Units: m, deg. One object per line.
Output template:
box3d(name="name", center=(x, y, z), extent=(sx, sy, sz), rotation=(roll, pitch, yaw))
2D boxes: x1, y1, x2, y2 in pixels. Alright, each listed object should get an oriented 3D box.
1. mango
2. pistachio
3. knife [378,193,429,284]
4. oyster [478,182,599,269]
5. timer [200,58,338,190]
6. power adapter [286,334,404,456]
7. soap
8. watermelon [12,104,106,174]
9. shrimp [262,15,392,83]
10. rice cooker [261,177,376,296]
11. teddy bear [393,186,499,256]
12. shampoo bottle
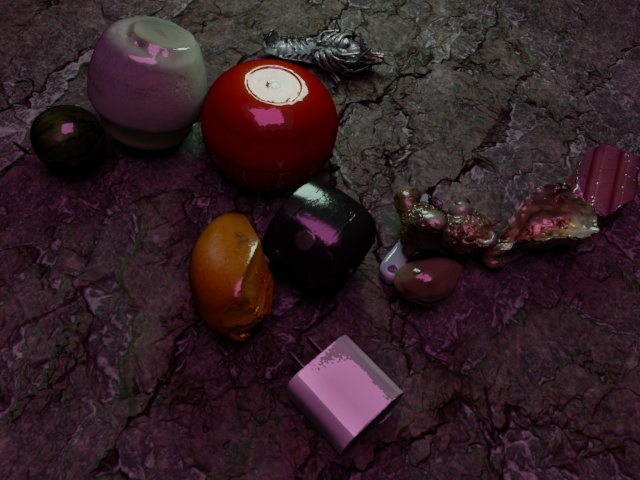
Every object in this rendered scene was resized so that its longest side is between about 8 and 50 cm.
box3d(name="mango", center=(-0.216, 0.063, 1.478), extent=(0.199, 0.201, 0.350), rotation=(9, 45, -28))
box3d(name="pistachio", center=(0.273, 0.099, 1.532), extent=(0.185, 0.124, 0.124), rotation=(-21, 61, -27))
box3d(name="knife", center=(0.254, -0.008, 1.654), extent=(0.080, 0.044, 0.331), rotation=(27, 55, 12))
box3d(name="oyster", center=(0.577, -0.019, 1.625), extent=(0.337, 0.133, 0.197), rotation=(-27, 49, -13))
box3d(name="timer", center=(-0.139, -0.324, 1.680), extent=(0.378, 0.279, 0.377), rotation=(4, 55, -5))
box3d(name="power adapter", center=(0.032, 0.321, 1.366), extent=(0.187, 0.124, 0.255), rotation=(-35, 67, -25))
box3d(name="soap", center=(0.797, -0.145, 1.741), extent=(0.182, 0.112, 0.289), rotation=(20, 58, 9))
box3d(name="watermelon", center=(-0.693, -0.267, 1.649), extent=(0.215, 0.188, 0.188), rotation=(-27, 62, -3))
box3d(name="shrimp", center=(0.023, -0.616, 1.962), extent=(0.411, 0.166, 0.221), rotation=(8, 89, 16))
box3d(name="rice cooker", center=(0.000, 0.000, 1.500), extent=(0.224, 0.267, 0.267), rotation=(37, 61, 8))
box3d(name="teddy bear", center=(0.328, -0.035, 1.576), extent=(0.256, 0.156, 0.267), rotation=(2, 22, -8))
box3d(name="shampoo bottle", center=(-0.472, -0.436, 1.675), extent=(0.323, 0.317, 0.322), rotation=(9, 45, -9))
